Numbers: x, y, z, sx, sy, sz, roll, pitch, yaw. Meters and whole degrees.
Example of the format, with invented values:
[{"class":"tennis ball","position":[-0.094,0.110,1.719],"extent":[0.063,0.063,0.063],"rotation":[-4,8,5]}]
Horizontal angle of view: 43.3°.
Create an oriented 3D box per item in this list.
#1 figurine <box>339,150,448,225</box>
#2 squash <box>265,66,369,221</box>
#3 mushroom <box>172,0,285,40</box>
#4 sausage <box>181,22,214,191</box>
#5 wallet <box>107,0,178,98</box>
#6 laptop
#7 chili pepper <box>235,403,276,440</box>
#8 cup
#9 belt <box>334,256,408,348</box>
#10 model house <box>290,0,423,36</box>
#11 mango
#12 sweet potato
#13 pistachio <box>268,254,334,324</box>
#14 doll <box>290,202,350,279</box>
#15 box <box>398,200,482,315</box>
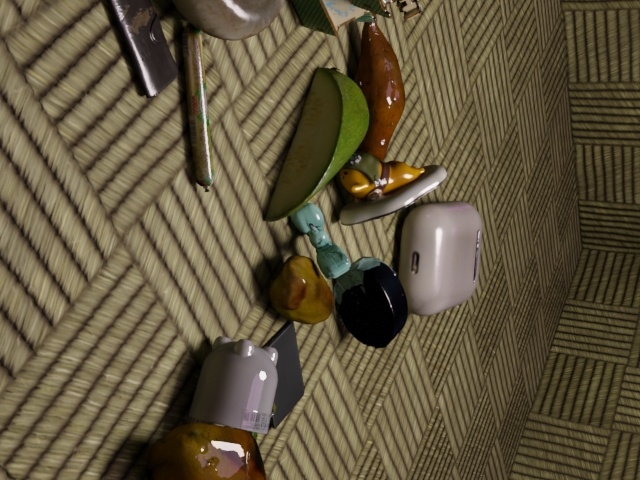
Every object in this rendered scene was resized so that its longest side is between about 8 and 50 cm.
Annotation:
[{"class":"figurine","position":[0.131,-0.146,1.702],"extent":[0.250,0.166,0.141],"rotation":[-29,107,-12]},{"class":"squash","position":[-0.007,-0.183,1.515],"extent":[0.289,0.111,0.203],"rotation":[-45,132,-46]},{"class":"mushroom","position":[-0.103,-0.413,1.167],"extent":[0.244,0.244,0.243],"rotation":[-21,115,-58]},{"class":"sausage","position":[-0.190,-0.205,1.253],"extent":[0.033,0.033,0.268],"rotation":[-30,122,-55]},{"class":"wallet","position":[-0.250,-0.286,1.144],"extent":[0.082,0.018,0.156],"rotation":[-53,139,-42]},{"class":"laptop","position":[-0.074,0.263,1.588],"extent":[0.129,0.016,0.180],"rotation":[-42,131,-50]},{"class":"chili pepper","position":[-0.149,0.454,1.425],"extent":[0.085,0.077,0.358],"rotation":[-158,-101,-84]},{"class":"cup","position":[-0.130,0.245,1.363],"extent":[0.173,0.134,0.141],"rotation":[34,65,-57]},{"class":"belt","position":[0.107,0.131,1.751],"extent":[0.078,0.151,0.198],"rotation":[-36,118,-47]},{"class":"model house","position":[0.040,-0.471,1.469],"extent":[0.178,0.207,0.271],"rotation":[58,9,-54]},{"class":"mango","position":[-0.184,0.374,1.257],"extent":[0.136,0.167,0.236],"rotation":[-88,171,-51]},{"class":"sweet potato","position":[0.125,-0.303,1.721],"extent":[0.112,0.112,0.358],"rotation":[-37,128,-52]},{"class":"pistachio","position":[-0.040,0.089,1.530],"extent":[0.189,0.100,0.110],"rotation":[51,32,-54]},{"class":"doll","position":[0.000,0.000,1.549],"extent":[0.158,0.059,0.159],"rotation":[60,0,-2]},{"class":"box","position":[0.317,0.042,2.111],"extent":[0.349,0.141,0.288],"rotation":[-8,102,-60]}]
